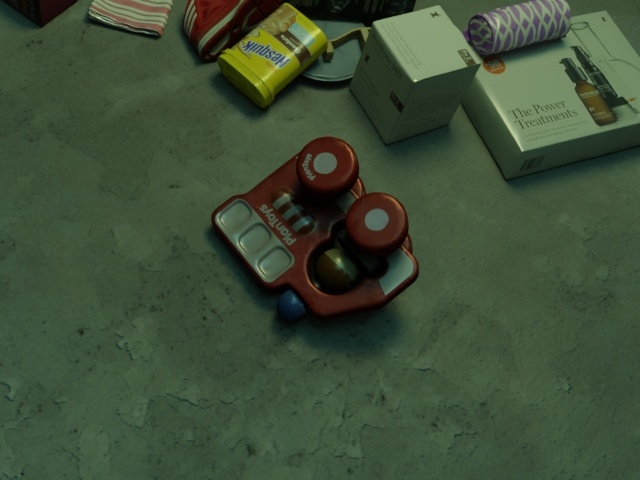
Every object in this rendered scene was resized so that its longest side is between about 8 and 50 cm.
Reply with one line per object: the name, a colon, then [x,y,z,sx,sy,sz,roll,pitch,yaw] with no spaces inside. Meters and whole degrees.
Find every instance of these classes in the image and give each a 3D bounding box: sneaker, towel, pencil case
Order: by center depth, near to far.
sneaker: [-0.170,-0.450,1.718,0.221,0.087,0.128,-40,67,1]
pencil case: [0.381,-0.413,1.763,0.206,0.086,0.088,-16,26,-24]
towel: [-0.352,-0.479,1.765,0.144,0.029,0.197,13,57,-6]

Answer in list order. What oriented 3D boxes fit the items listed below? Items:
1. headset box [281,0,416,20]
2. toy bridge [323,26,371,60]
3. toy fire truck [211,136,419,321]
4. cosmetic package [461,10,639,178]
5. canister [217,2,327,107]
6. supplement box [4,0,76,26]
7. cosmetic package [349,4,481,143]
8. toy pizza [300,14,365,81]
headset box: [0.058,-0.564,1.833,0.283,0.131,0.246,3,48,-12]
toy bridge: [0.087,-0.380,1.771,0.188,0.026,0.063,-5,58,-16]
toy fire truck: [0.000,0.000,1.499,0.254,0.169,0.302,-38,72,-4]
cosmetic package: [0.468,-0.295,1.812,0.377,0.097,0.284,-15,61,-21]
canister: [-0.085,-0.343,1.694,0.126,0.073,0.170,42,75,15]
supplement box: [-0.549,-0.493,1.695,0.188,0.081,0.104,35,57,9]
cosmetic package: [0.169,-0.302,1.690,0.151,0.183,0.151,-20,65,-24]
toy pizza: [0.002,-0.381,1.789,0.201,0.032,0.201,5,59,-9]
